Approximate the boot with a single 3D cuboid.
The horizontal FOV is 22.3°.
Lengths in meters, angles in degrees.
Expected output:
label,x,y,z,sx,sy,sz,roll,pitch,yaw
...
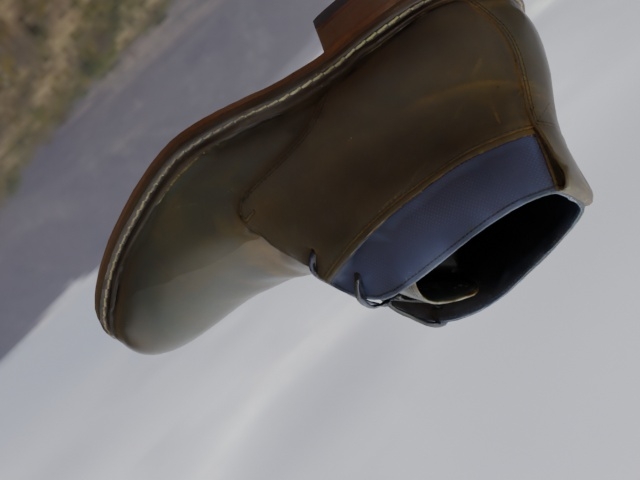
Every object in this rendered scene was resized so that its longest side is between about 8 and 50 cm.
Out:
label,x,y,z,sx,sy,sz,roll,pitch,yaw
boot,0.000,0.000,0.583,0.082,0.106,0.219,14,132,-44
